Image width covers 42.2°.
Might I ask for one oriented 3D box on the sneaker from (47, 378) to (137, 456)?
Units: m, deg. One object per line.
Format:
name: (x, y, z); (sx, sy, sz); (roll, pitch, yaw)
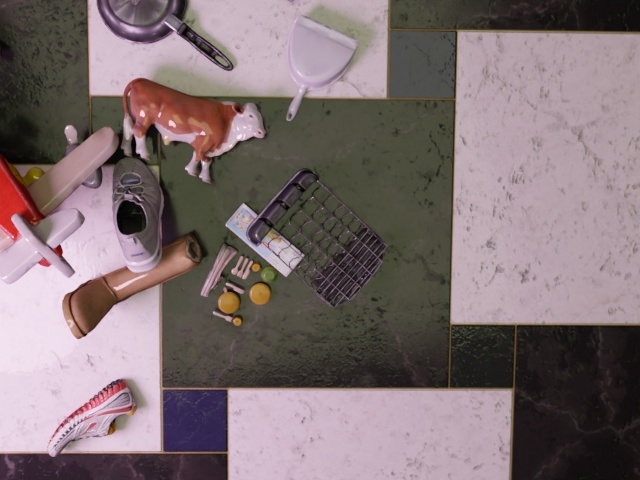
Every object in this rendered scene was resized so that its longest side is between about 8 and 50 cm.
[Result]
sneaker: (-0.505, 0.407, 1.826); (0.225, 0.088, 0.093); (-37, 97, 2)

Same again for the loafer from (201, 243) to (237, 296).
loafer: (-0.223, 0.070, 1.824); (0.039, 0.045, 0.125); (24, 92, -10)

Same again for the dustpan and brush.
dustpan and brush: (-0.026, -0.357, 1.786); (0.147, 0.060, 0.211); (25, 88, -2)

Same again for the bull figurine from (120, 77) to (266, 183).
bull figurine: (-0.275, -0.235, 1.757); (0.310, 0.101, 0.188); (18, 86, -1)

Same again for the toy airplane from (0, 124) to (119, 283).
toy airplane: (-0.611, -0.059, 1.684); (0.386, 0.272, 0.385); (1, 71, 5)

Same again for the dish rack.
dish rack: (0.000, 0.000, 1.797); (0.271, 0.074, 0.208); (42, 85, -8)

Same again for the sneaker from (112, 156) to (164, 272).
sneaker: (-0.379, -0.077, 1.715); (0.105, 0.115, 0.281); (-15, 55, -6)

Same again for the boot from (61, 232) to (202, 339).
boot: (-0.388, 0.085, 1.727); (0.269, 0.236, 0.089); (-24, 110, 4)

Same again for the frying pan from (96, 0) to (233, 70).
frying pan: (-0.351, -0.463, 1.767); (0.197, 0.053, 0.326); (-30, 93, 2)

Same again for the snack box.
snack box: (-0.123, -0.001, 1.827); (0.178, 0.022, 0.064); (41, 90, -5)

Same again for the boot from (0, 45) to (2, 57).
boot: (-0.741, -0.482, 1.735); (0.219, 0.082, 0.106); (36, 96, -3)

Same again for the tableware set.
tableware set: (-0.164, 0.117, 1.841); (0.104, 0.024, 0.154); (25, 93, -7)
